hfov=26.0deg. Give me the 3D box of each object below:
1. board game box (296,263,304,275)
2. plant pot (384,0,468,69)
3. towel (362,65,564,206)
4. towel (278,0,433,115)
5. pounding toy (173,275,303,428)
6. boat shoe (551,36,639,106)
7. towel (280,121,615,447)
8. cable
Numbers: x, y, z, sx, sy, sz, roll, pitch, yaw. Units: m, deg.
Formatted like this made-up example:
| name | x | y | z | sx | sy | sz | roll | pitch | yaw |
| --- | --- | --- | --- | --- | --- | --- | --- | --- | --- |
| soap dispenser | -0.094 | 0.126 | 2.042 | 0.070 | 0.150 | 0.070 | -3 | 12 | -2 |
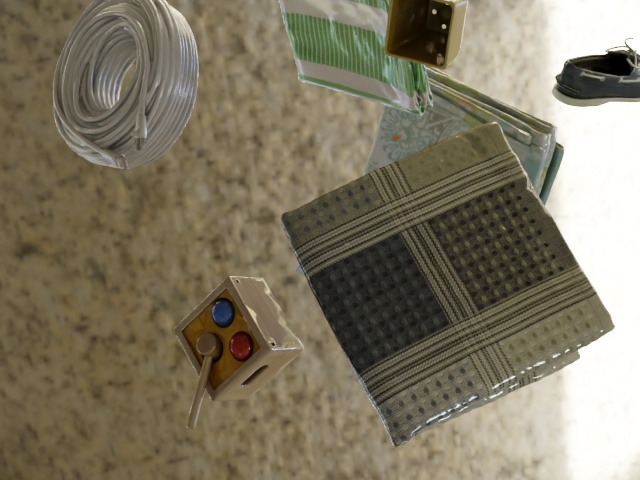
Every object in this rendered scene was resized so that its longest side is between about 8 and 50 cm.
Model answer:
| name | x | y | z | sx | sy | sz | roll | pitch | yaw |
| --- | --- | --- | --- | --- | --- | --- | --- | --- | --- |
| board game box | 0.000 | 0.000 | 2.216 | 0.020 | 0.090 | 0.090 | 32 | -140 | -10 |
| plant pot | 0.132 | -0.258 | 1.626 | 0.081 | 0.081 | 0.083 | 18 | -151 | 22 |
| towel | 0.223 | -0.083 | 2.360 | 0.320 | 0.374 | 0.090 | 31 | -149 | 27 |
| towel | 0.025 | -0.326 | 1.907 | 0.248 | 0.325 | 0.038 | 21 | -125 | 35 |
| pounding toy | -0.115 | 0.137 | 1.690 | 0.100 | 0.141 | 0.130 | 6 | -133 | -55 |
| boat shoe | 0.502 | -0.286 | 2.335 | 0.254 | 0.079 | 0.095 | -9 | -137 | -25 |
| towel | 0.153 | 0.045 | 1.654 | 0.324 | 0.056 | 0.312 | -24 | -103 | -19 |
| cable | -0.277 | -0.230 | 1.971 | 0.089 | 0.257 | 0.257 | 18 | 180 | -45 |
